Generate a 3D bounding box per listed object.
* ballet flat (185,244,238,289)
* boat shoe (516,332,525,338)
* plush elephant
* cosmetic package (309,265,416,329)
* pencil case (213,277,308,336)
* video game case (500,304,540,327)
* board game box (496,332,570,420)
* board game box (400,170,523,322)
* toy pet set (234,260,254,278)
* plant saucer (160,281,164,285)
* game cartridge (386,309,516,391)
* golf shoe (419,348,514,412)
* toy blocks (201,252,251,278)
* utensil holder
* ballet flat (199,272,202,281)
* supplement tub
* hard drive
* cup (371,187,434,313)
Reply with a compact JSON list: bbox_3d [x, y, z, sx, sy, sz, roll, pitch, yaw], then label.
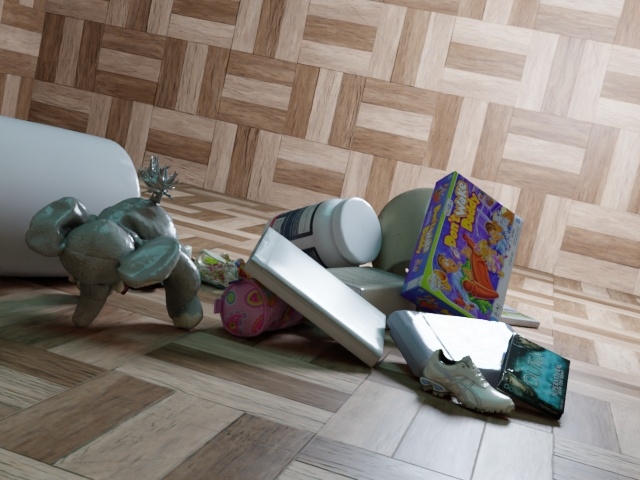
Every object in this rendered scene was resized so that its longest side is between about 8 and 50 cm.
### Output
[{"bbox_3d":[-0.302,0.054,2.059,0.241,0.077,0.091,14,10,15],"label":"ballet flat"},{"bbox_3d":[0.450,0.240,2.042,0.042,0.048,0.133,-23,32,-24],"label":"boat shoe"},{"bbox_3d":[-0.361,0.037,1.506,0.272,0.329,0.255,22,29,15],"label":"plush elephant"},{"bbox_3d":[0.092,0.134,1.975,0.160,0.113,0.309,17,10,31],"label":"cosmetic package"},{"bbox_3d":[-0.095,0.124,1.735,0.124,0.124,0.284,16,10,25],"label":"pencil case"},{"bbox_3d":[0.480,0.201,2.425,0.213,0.023,0.193,10,8,-25],"label":"video game case"},{"bbox_3d":[0.406,0.254,1.622,0.126,0.026,0.186,27,28,7],"label":"board game box"},{"bbox_3d":[0.346,0.037,2.050,0.233,0.347,0.078,33,-34,-18],"label":"board game box"},{"bbox_3d":[-0.124,0.079,2.028,0.114,0.065,0.122,41,0,28],"label":"toy pet set"},{"bbox_3d":[-0.377,0.082,1.876,0.119,0.021,0.119,3,16,-1],"label":"plant saucer"},{"bbox_3d":[0.298,0.222,1.702,0.297,0.062,0.198,8,21,-23],"label":"game cartridge"},{"bbox_3d":[0.265,0.249,1.520,0.176,0.086,0.069,18,8,25],"label":"golf shoe"},{"bbox_3d":[-0.209,0.075,2.132,0.148,0.054,0.123,17,8,28],"label":"toy blocks"},{"bbox_3d":[-0.603,-0.086,1.697,0.328,0.327,0.386,18,9,38],"label":"utensil holder"},{"bbox_3d":[-0.319,0.085,1.961,0.041,0.041,0.114,17,8,29],"label":"ballet flat"},{"bbox_3d":[0.000,0.000,2.195,0.272,0.191,0.191,-14,-11,39],"label":"supplement tub"},{"bbox_3d":[-0.004,0.106,1.689,0.308,0.040,0.203,37,18,-6],"label":"hard drive"},{"bbox_3d":[0.268,0.061,2.206,0.331,0.331,0.237,14,32,13],"label":"cup"}]
